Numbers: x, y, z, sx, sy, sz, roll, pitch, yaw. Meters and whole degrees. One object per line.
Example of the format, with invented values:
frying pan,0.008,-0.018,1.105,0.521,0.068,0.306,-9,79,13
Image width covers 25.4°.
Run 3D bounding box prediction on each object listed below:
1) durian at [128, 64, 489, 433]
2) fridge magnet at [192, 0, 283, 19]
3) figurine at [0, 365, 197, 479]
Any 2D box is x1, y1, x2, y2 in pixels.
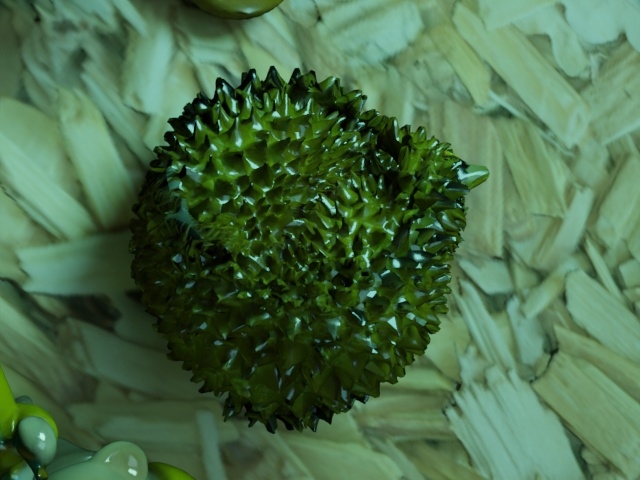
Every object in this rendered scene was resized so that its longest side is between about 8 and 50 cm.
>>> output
durian,-0.011,-0.001,1.045,0.258,0.258,0.293,55,42,-26
fridge magnet,-0.069,-0.242,1.098,0.143,0.063,0.143,-3,95,-40
figurine,-0.193,0.181,0.939,0.215,0.187,0.344,-38,109,-22
